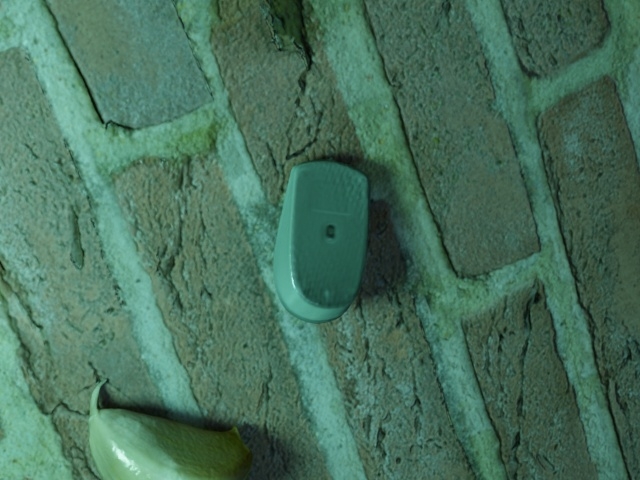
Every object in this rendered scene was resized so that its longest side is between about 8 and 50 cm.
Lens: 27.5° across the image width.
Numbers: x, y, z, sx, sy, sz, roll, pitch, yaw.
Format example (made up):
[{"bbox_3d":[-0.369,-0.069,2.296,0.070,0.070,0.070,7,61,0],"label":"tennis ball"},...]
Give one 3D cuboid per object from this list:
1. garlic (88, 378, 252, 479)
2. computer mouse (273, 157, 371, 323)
[{"bbox_3d":[-0.216,0.304,1.799,0.245,0.145,0.164,25,63,-23],"label":"garlic"},{"bbox_3d":[0.000,0.000,1.815,0.128,0.079,0.230,10,85,-25],"label":"computer mouse"}]
